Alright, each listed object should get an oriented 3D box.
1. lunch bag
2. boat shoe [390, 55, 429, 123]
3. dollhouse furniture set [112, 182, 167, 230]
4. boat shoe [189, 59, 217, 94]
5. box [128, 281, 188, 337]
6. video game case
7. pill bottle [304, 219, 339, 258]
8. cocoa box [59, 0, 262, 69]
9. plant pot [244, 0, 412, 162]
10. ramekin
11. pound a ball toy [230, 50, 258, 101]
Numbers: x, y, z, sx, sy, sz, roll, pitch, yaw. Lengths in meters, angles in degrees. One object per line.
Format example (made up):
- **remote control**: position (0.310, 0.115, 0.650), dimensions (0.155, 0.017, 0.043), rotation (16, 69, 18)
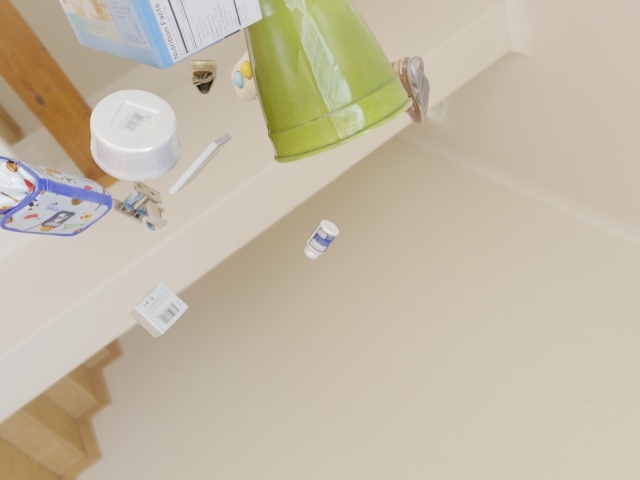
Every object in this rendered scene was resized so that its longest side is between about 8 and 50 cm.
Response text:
- **lunch bag**: position (-0.923, -0.137, 1.764), dimensions (0.328, 0.385, 0.239), rotation (16, 75, -70)
- **boat shoe**: position (0.292, -0.497, 1.826), dimensions (0.116, 0.123, 0.324), rotation (5, -21, 20)
- **dollhouse furniture set**: position (-0.683, -0.112, 2.079), dimensions (0.129, 0.129, 0.184), rotation (34, 21, -46)
- **boat shoe**: position (-0.438, -0.620, 2.082), dimensions (0.285, 0.104, 0.089), rotation (-140, -130, -82)
- **box**: position (-0.427, 0.183, 1.450), dimensions (0.102, 0.101, 0.087), rotation (46, -33, -9)
- **video game case**: position (-0.369, -0.240, 1.709), dimensions (0.023, 0.212, 0.193), rotation (43, 16, -10)
- **pill bottle**: position (0.000, 0.000, 1.723), dimensions (0.067, 0.120, 0.067), rotation (28, 28, -16)
- **cocoa box**: position (-0.318, -0.479, 0.988), dimensions (0.347, 0.228, 0.231), rotation (27, -35, 39)
- **plant pot**: position (-0.015, -0.422, 1.299), dimensions (0.353, 0.366, 0.366), rotation (65, -14, -20)
- **ramekin**: position (-0.569, -0.332, 1.698), dimensions (0.277, 0.277, 0.135), rotation (50, -28, 16)
- **pound a ball toy**: position (-0.173, -0.525, 1.769), dimensions (0.319, 0.135, 0.208), rotation (-14, -85, 61)
